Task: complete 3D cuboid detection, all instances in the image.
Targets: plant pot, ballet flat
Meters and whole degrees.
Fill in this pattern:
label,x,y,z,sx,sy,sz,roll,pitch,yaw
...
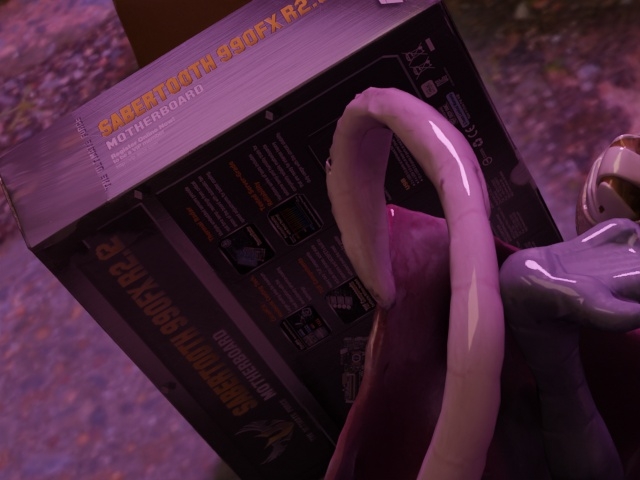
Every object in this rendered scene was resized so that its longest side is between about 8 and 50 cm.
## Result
label,x,y,z,sx,sy,sz,roll,pitch,yaw
plant pot,-0.063,-0.141,1.054,0.083,0.081,0.081,-7,51,10
ballet flat,0.152,-0.032,0.816,0.168,0.052,0.057,-14,56,59

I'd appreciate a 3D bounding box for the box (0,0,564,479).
label,x,y,z,sx,sy,sz,roll,pitch,yaw
box,0.000,0.000,0.799,0.183,0.231,0.056,-31,49,4

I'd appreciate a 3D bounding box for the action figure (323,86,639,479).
label,x,y,z,sx,sy,sz,roll,pitch,yaw
action figure,0.008,0.182,0.613,0.370,0.275,0.248,-40,39,20
